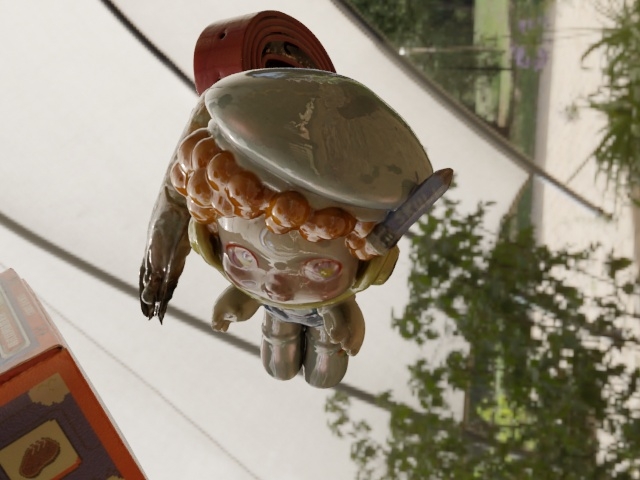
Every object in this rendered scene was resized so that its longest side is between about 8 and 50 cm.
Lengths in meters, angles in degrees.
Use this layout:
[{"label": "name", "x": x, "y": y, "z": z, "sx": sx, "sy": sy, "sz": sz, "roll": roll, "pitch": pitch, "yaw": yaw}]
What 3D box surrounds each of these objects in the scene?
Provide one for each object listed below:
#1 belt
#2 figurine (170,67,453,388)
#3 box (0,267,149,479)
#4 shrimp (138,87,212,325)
[{"label": "belt", "x": -0.080, "y": -0.261, "z": 1.588, "sx": 0.324, "sy": 0.115, "sz": 0.227, "roll": 28, "pitch": -113, "yaw": -53}, {"label": "figurine", "x": -0.030, "y": -0.006, "z": 0.883, "sx": 0.382, "sy": 0.224, "sz": 0.205, "roll": 111, "pitch": -179, "yaw": -51}, {"label": "box", "x": -0.407, "y": 0.246, "z": 1.055, "sx": 0.257, "sy": 0.318, "sz": 0.348, "roll": 64, "pitch": 164, "yaw": -21}, {"label": "shrimp", "x": -0.174, "y": -0.046, "z": 1.159, "sx": 0.164, "sy": 0.062, "sz": 0.317, "roll": -85, "pitch": 13, "yaw": -70}]
